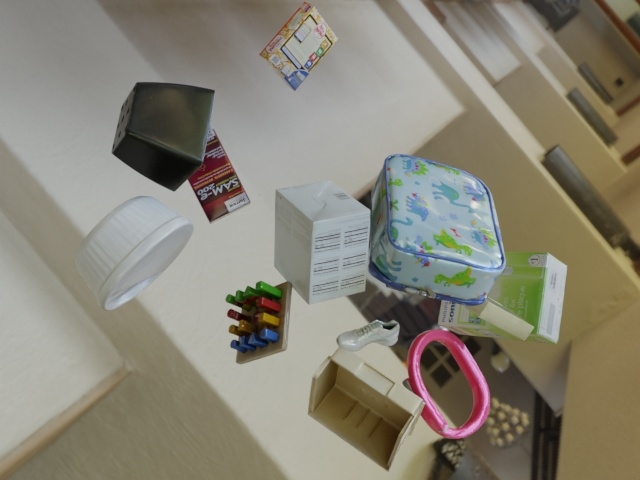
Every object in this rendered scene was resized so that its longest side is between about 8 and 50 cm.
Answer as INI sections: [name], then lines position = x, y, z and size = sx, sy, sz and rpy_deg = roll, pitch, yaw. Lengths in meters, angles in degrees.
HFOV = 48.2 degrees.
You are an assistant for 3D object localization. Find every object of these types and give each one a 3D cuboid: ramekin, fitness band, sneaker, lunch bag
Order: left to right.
[ramekin]
position = -0.424, 0.019, 1.604
size = 0.273, 0.127, 0.273
rpy_deg = -47, 175, -5
[sneaker]
position = 0.106, 0.205, 1.593
size = 0.152, 0.054, 0.061
rpy_deg = -7, 135, -21
[lunch bag]
position = 0.157, -0.016, 0.978
size = 0.219, 0.176, 0.090
rpy_deg = -87, -168, -49
[fitness band]
position = 0.327, 0.369, 1.846
size = 0.209, 0.291, 0.054
rpy_deg = -34, -174, -31

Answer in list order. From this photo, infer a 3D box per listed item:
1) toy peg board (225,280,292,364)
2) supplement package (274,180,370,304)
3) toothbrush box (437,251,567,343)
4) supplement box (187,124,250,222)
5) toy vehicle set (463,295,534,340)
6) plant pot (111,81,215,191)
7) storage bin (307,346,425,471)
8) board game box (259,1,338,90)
[toy peg board]
position = -0.150, 0.175, 1.594
size = 0.161, 0.079, 0.161
rpy_deg = -24, -130, 40
[supplement package]
position = 0.000, 0.000, 1.616
size = 0.149, 0.203, 0.194
rpy_deg = -11, -150, -25
[toothbrush box]
position = 0.465, 0.142, 1.838
size = 0.283, 0.122, 0.206
rpy_deg = 0, -108, 44
[supplement box]
position = -0.303, -0.181, 1.978
size = 0.130, 0.240, 0.073
rpy_deg = -28, -178, -7
[toy vehicle set]
position = 0.292, 0.103, 1.466
size = 0.035, 0.166, 0.267
rpy_deg = -58, -140, 6
[plant pot]
position = -0.355, -0.241, 1.576
size = 0.187, 0.166, 0.188
rpy_deg = -28, -129, 56
[storage bin]
position = 0.112, 0.424, 1.824
size = 0.123, 0.262, 0.260
rpy_deg = -47, 160, -29
[board game box]
position = -0.057, -0.535, 1.981
size = 0.193, 0.045, 0.147
rpy_deg = -49, 139, 0
